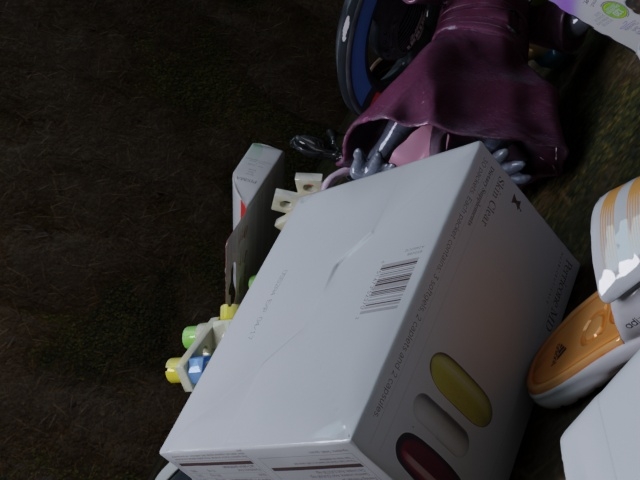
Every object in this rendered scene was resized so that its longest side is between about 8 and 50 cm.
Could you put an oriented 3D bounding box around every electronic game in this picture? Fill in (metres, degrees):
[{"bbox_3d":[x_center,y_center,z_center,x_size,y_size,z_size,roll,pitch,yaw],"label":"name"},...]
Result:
[{"bbox_3d":[0.088,-0.244,1.160,0.229,0.048,0.229,-43,-34,-38],"label":"electronic game"}]

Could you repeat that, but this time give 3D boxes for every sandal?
[{"bbox_3d":[0.185,0.018,0.629,0.265,0.076,0.102,-51,10,43],"label":"sandal"}]

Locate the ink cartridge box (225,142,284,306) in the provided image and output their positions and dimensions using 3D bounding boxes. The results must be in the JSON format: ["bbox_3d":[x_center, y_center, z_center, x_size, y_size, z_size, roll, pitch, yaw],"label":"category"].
[{"bbox_3d":[-0.108,0.002,1.417,0.225,0.056,0.181,-60,-21,-49],"label":"ink cartridge box"}]

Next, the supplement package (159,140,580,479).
[{"bbox_3d":[0.044,0.085,0.784,0.204,0.145,0.262,-14,39,45],"label":"supplement package"}]

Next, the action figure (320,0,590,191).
[{"bbox_3d":[0.176,-0.189,1.094,0.276,0.248,0.370,119,172,-56],"label":"action figure"}]

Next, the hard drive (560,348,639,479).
[{"bbox_3d":[0.228,0.027,0.410,0.353,0.047,0.233,-56,7,23],"label":"hard drive"}]

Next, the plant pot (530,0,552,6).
[{"bbox_3d":[0.282,-0.427,1.316,0.254,0.276,0.276,-31,25,49],"label":"plant pot"}]

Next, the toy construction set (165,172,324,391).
[{"bbox_3d":[-0.061,0.079,1.295,0.151,0.215,0.328,6,58,34],"label":"toy construction set"}]

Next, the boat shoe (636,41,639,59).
[{"bbox_3d":[0.252,-0.128,0.590,0.098,0.096,0.277,-49,-1,-11],"label":"boat shoe"}]

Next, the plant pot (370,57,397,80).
[{"bbox_3d":[0.137,-0.197,1.657,0.167,0.167,0.165,-60,-2,-15],"label":"plant pot"}]

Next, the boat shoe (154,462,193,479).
[{"bbox_3d":[-0.141,0.321,1.567,0.114,0.091,0.302,2,-48,-45],"label":"boat shoe"}]

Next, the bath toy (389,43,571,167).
[{"bbox_3d":[0.151,-0.106,1.226,0.348,0.129,0.151,-57,9,-1],"label":"bath toy"}]

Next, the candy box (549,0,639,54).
[{"bbox_3d":[0.240,-0.217,0.772,0.070,0.196,0.165,-62,8,-13],"label":"candy box"}]

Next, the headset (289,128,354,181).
[{"bbox_3d":[0.000,0.000,1.574,0.394,0.185,0.243,112,-177,-51],"label":"headset"}]
